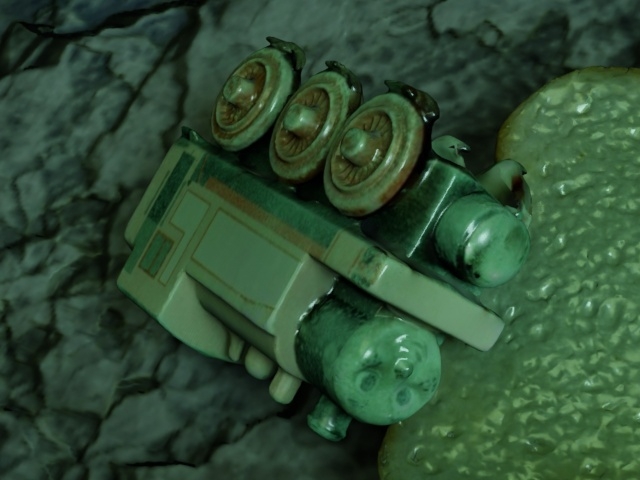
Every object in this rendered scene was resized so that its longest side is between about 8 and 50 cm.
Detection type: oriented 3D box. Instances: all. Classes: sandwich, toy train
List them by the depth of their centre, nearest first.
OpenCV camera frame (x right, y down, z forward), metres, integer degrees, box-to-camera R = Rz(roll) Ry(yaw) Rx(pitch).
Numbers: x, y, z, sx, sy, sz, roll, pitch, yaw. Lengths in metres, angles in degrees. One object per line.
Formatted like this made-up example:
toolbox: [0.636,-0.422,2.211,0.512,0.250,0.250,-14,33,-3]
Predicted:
sandwich: [0.133,0.039,0.589,0.186,0.065,0.214,12,61,24]
toy train: [0.000,0.000,0.606,0.125,0.081,0.194,-61,32,2]
